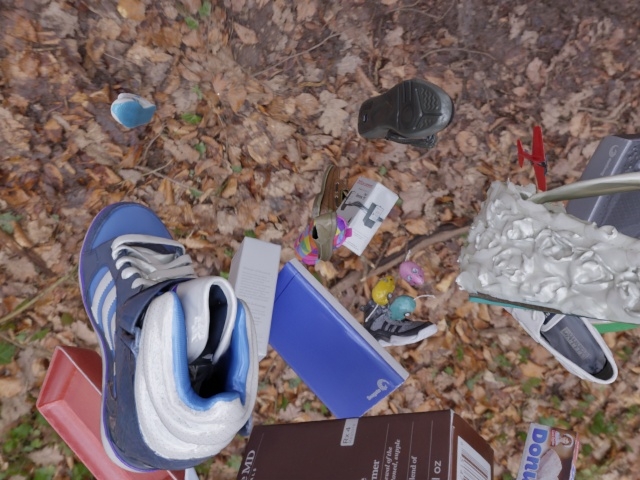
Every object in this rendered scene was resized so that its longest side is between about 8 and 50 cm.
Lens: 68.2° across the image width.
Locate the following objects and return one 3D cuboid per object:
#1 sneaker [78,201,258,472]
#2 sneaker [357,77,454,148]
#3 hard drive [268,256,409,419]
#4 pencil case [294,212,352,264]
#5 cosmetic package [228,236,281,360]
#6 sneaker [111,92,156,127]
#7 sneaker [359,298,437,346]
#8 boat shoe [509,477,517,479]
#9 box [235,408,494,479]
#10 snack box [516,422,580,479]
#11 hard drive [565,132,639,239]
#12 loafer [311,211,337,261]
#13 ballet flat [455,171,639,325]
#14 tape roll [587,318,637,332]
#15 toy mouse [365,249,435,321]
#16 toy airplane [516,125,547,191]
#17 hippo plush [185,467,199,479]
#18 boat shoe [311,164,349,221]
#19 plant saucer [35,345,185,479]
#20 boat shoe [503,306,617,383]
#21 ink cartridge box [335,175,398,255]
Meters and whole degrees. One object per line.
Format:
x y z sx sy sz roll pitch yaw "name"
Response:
-0.147 0.054 0.477 0.130 0.323 0.236 8 146 -40 "sneaker"
0.161 -0.196 0.746 0.130 0.227 0.087 0 95 -21 "sneaker"
0.001 0.216 0.980 0.318 0.040 0.210 45 127 11 "hard drive"
0.000 0.000 1.300 0.104 0.236 0.105 4 77 -18 "pencil case"
-0.143 0.122 0.923 0.085 0.231 0.117 14 147 -18 "cosmetic package"
-0.604 -0.412 1.480 0.092 0.229 0.087 28 103 -4 "sneaker"
0.225 0.241 1.460 0.101 0.268 0.153 -9 83 -47 "sneaker"
0.303 0.563 0.803 0.306 0.113 0.105 -45 104 -29 "boat shoe"
0.044 0.372 0.685 0.381 0.191 0.143 -22 125 35 "box"
0.291 0.329 0.621 0.178 0.064 0.022 -54 124 -36 "snack box"
0.406 -0.028 0.649 0.171 0.054 0.255 -8 125 -20 "hard drive"
0.005 -0.010 1.009 0.050 0.056 0.148 6 139 -3 "loafer"
0.274 0.020 0.305 0.147 0.408 0.147 -12 108 -42 "ballet flat"
0.588 0.082 0.999 0.321 0.077 0.321 6 140 5 "tape roll"
0.151 0.089 0.874 0.031 0.143 0.161 34 77 -29 "toy mouse"
0.466 -0.184 1.043 0.028 0.151 0.151 -13 110 7 "toy airplane"
-0.313 0.307 0.921 0.236 0.234 0.294 52 54 -51 "hippo plush"
0.048 -0.155 1.650 0.104 0.307 0.111 8 134 7 "boat shoe"
-0.321 0.295 0.726 0.259 0.047 0.258 46 131 4 "plant saucer"
0.352 0.113 0.741 0.096 0.088 0.268 -37 83 7 "boat shoe"
0.118 -0.078 1.406 0.086 0.153 0.208 33 92 -22 "ink cartridge box"
